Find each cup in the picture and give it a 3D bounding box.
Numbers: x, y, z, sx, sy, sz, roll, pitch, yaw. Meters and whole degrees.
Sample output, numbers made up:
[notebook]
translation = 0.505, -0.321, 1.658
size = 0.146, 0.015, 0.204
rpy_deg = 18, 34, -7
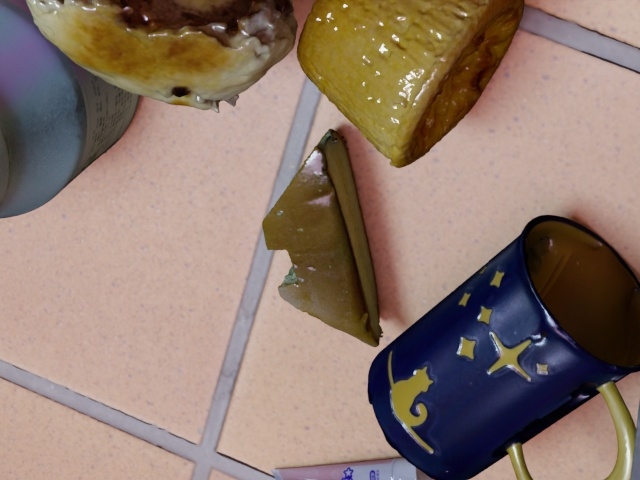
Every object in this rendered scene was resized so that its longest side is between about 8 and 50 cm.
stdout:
[cup]
translation = 0.183, 0.147, 1.474
size = 0.178, 0.255, 0.256
rpy_deg = 26, 130, -26

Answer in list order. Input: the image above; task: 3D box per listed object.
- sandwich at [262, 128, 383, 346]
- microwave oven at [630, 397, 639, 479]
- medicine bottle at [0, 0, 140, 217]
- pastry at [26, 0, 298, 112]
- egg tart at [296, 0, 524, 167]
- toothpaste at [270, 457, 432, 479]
[sandwich]
translation = 0.000, 0.000, 1.553
size = 0.088, 0.090, 0.244
rpy_deg = -5, 119, 18
[microwave oven]
translation = 0.407, 0.239, 1.375
size = 0.236, 0.374, 0.432
rpy_deg = 8, 116, 17
[medicine bottle]
translation = -0.341, -0.130, 1.484
size = 0.245, 0.290, 0.245
rpy_deg = 9, 121, 16
[pastry]
translation = -0.155, -0.231, 1.387
size = 0.256, 0.237, 0.170
rpy_deg = 15, 135, -17
[egg tart]
translation = 0.078, -0.184, 1.369
size = 0.147, 0.202, 0.202
rpy_deg = 38, 125, 12
[toothpaste]
translation = 0.035, 0.277, 1.730
size = 0.194, 0.043, 0.067
rpy_deg = -14, 114, 33
